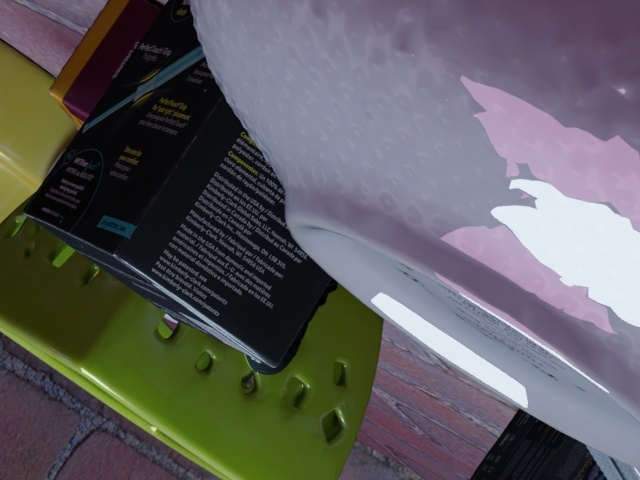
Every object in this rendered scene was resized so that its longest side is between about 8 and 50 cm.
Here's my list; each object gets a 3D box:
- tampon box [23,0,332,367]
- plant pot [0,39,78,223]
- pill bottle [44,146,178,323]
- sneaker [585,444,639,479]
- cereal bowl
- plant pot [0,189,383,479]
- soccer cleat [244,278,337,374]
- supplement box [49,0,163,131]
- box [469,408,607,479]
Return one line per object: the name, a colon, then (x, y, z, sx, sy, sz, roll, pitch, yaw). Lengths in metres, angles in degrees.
tampon box: (-0.039, -0.043, 0.935, 0.101, 0.161, 0.120, 37, 172, -29)
plant pot: (-0.339, -0.055, 1.724, 0.254, 0.239, 0.254, 32, 171, 6)
pill bottle: (-0.125, -0.003, 1.628, 0.208, 0.119, 0.119, 27, 169, 34)
sneaker: (0.129, 0.013, 0.905, 0.258, 0.091, 0.094, 58, 168, -18)
cereal bowl: (0.090, -0.021, 0.661, 0.339, 0.141, 0.339, 33, 172, 5)
plant pot: (-0.080, 0.031, 1.354, 0.228, 0.207, 0.227, 38, 171, -34)
soccer cleat: (0.000, 0.000, 1.060, 0.072, 0.179, 0.060, 22, -155, 19)
supplement box: (-0.055, -0.059, 1.175, 0.188, 0.081, 0.104, 31, 171, 14)
box: (0.149, 0.151, 1.092, 0.059, 0.233, 0.183, 39, 170, -19)
